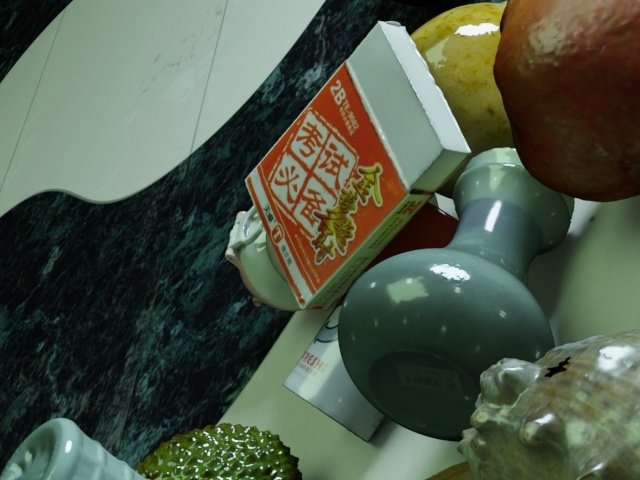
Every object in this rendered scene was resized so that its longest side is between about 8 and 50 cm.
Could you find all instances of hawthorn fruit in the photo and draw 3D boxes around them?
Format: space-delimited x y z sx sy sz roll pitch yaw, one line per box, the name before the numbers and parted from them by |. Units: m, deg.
hawthorn fruit | 0.268 -0.138 1.373 0.261 0.224 0.224 6 60 37

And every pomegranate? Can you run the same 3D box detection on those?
pomegranate | 0.144 -0.125 1.597 0.196 0.196 0.196 -41 27 27

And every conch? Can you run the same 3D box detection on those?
conch | 0.227 0.152 1.063 0.352 0.210 0.297 -53 38 9

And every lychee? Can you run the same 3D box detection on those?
lychee | -0.094 0.244 1.577 0.171 0.171 0.171 -41 27 27

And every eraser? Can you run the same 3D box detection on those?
eraser | 0.028 -0.066 1.555 0.230 0.038 0.157 -48 52 34

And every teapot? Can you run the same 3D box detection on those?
teapot | 0.128 0.038 1.432 0.183 0.183 0.251 -29 24 44

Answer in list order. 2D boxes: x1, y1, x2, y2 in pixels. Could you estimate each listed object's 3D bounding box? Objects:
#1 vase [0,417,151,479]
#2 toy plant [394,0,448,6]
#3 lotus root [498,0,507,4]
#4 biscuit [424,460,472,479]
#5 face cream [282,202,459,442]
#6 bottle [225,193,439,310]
vase | -0.127 0.266 1.422 0.143 0.299 0.143 -42 26 26
toy plant | 0.122 -0.365 1.988 0.218 0.175 0.235 -27 7 34
lotus root | 0.160 -0.164 1.727 0.192 0.088 0.113 -39 35 31
biscuit | 0.116 0.240 1.343 0.142 0.029 0.220 -56 24 -3
face cream | 0.063 0.072 1.579 0.214 0.096 0.096 -56 24 -5
bottle | 0.000 0.000 1.739 0.236 0.147 0.147 -30 33 52
